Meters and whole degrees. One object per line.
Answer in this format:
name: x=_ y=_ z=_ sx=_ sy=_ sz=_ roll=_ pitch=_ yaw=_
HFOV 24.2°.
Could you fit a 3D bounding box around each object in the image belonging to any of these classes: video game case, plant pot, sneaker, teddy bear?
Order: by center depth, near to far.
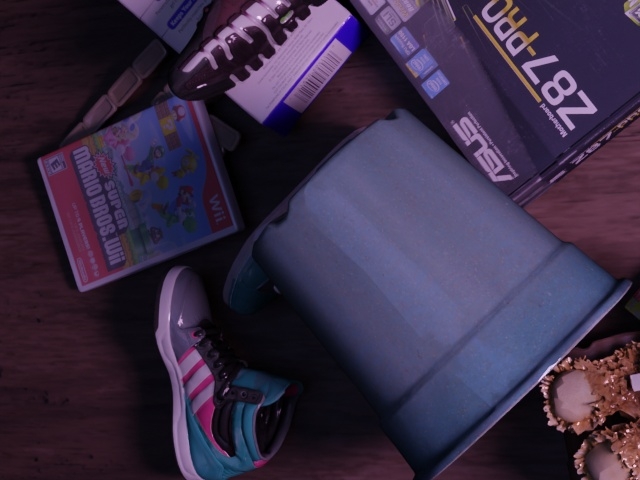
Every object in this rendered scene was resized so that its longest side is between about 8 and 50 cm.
teddy bear: x=0.415 y=0.159 z=1.659 sx=0.338 sy=0.113 sz=0.245 roll=-42 pitch=66 yaw=-7
plant pot: x=0.121 y=0.047 z=1.726 sx=0.334 sy=0.341 sz=0.341 roll=47 pitch=107 yaw=6
plant pot: x=0.353 y=0.202 z=1.764 sx=0.167 sy=0.167 sz=0.165 roll=-20 pitch=75 yaw=22
sneaker: x=-0.108 y=-0.309 z=1.863 sx=0.281 sy=0.106 sz=0.162 roll=-40 pitch=69 yaw=-4
sneaker: x=0.000 y=0.000 z=1.926 sx=0.121 sy=0.108 sz=0.302 roll=45 pitch=102 yaw=18
sneaker: x=-0.115 y=0.173 z=1.971 sx=0.178 sy=0.124 sz=0.295 roll=-6 pitch=95 yaw=27
video game case: x=-0.252 y=-0.065 z=2.058 sx=0.285 sy=0.025 sz=0.204 roll=-21 pitch=86 yaw=28

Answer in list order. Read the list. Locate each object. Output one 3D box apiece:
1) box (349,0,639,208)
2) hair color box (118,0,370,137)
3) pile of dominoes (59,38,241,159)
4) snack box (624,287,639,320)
box: x=0.243 y=-0.286 z=1.828 sx=0.318 sy=0.097 sz=0.395 roll=-39 pitch=75 yaw=20
hair color box: x=-0.123 y=-0.314 z=1.966 sx=0.339 sy=0.110 sz=0.185 roll=42 pitch=96 yaw=15
pile of dominoes: x=-0.230 y=-0.139 z=2.076 sx=0.251 sy=0.040 sz=0.196 roll=-43 pitch=75 yaw=26
snack box: x=0.448 y=0.058 z=1.779 sx=0.100 sy=0.037 sz=0.141 roll=41 pitch=106 yaw=16
